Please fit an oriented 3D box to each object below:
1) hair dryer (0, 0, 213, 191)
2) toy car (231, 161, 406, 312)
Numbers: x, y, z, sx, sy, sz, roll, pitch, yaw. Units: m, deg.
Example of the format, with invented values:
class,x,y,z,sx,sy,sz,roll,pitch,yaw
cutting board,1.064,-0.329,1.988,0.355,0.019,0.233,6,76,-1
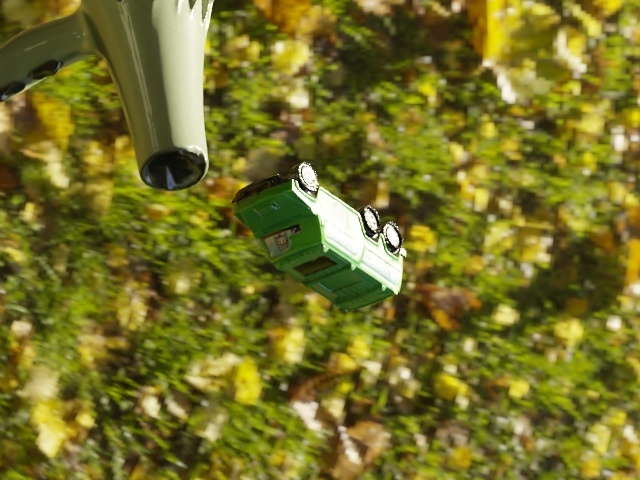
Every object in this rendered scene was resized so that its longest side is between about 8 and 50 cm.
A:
class,x,y,z,sx,sy,sz,roll,pitch,yaw
hair dryer,-0.146,-0.095,1.000,0.225,0.219,0.088,-40,139,2
toy car,0.000,0.000,1.273,0.165,0.071,0.062,34,43,-44
